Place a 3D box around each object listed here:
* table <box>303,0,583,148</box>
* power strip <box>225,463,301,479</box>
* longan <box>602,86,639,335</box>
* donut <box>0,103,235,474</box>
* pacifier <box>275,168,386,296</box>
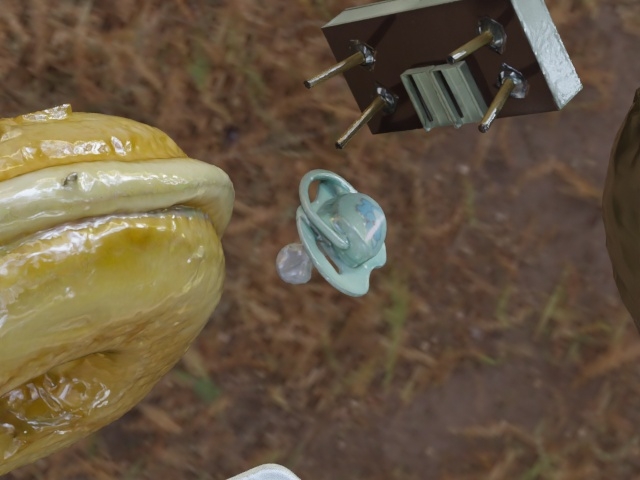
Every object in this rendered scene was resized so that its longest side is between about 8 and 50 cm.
[{"bbox_3d":[0.096,-0.150,1.632,0.111,0.240,0.122,-43,114,-35],"label":"table"},{"bbox_3d":[-0.086,0.109,0.468,0.252,0.060,0.027,-21,74,-33],"label":"power strip"},{"bbox_3d":[0.444,0.001,1.452,0.404,0.404,0.436,-38,112,-19],"label":"longan"},{"bbox_3d":[-0.267,0.058,1.441,0.449,0.198,0.449,-30,165,-9],"label":"donut"},{"bbox_3d":[0.000,0.000,1.742,0.127,0.116,0.150,52,31,-17],"label":"pacifier"}]
